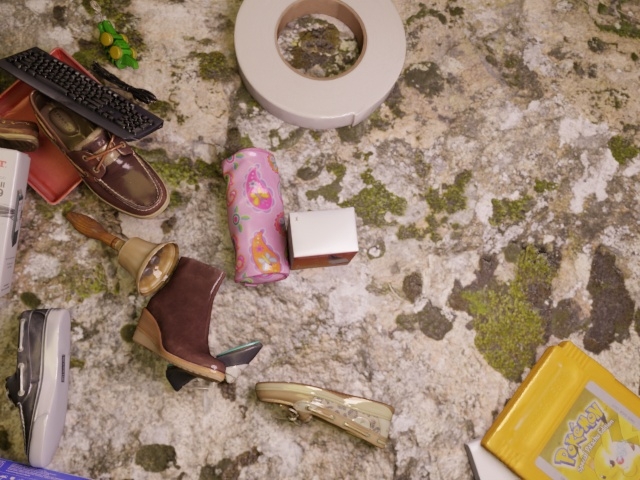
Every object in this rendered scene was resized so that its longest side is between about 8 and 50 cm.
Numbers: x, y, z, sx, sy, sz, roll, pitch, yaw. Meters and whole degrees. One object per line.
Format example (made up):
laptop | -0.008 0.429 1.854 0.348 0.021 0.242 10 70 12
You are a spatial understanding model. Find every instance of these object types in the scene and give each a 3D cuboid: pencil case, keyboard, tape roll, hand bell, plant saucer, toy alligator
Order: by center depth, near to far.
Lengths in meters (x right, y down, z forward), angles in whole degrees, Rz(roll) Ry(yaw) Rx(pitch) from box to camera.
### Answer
keyboard | -0.459 -0.311 1.245 0.317 0.033 0.201 31 33 4
hand bell | -0.426 0.001 1.258 0.242 0.126 0.126 29 78 13
pencil case | -0.137 -0.050 1.277 0.124 0.124 0.284 -8 79 -6
plant saucer | -0.561 -0.242 1.310 0.259 0.048 0.258 42 78 3
toy alligator | -0.468 -0.444 1.359 0.051 0.056 0.189 -39 83 30
tape roll | -0.002 -0.442 1.387 0.392 0.072 0.391 1 78 -5

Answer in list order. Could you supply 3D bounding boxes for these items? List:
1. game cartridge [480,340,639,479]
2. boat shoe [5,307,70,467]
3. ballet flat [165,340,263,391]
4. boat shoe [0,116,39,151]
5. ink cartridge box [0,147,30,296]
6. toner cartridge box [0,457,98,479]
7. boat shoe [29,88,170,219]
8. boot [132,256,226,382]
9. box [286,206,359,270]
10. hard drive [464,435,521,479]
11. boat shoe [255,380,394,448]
game cartridge | 0.531 0.402 1.227 0.324 0.052 0.285 40 78 2
boat shoe | -0.552 0.279 1.177 0.102 0.108 0.301 0 76 -5
ballet flat | -0.208 0.260 1.230 0.203 0.074 0.074 -15 80 -2
boat shoe | -0.664 -0.224 1.237 0.178 0.064 0.060 6 67 -20
ink cartridge box | -0.699 -0.048 1.175 0.211 0.121 0.289 8 90 -16
toner cartridge box | -0.499 0.519 1.126 0.348 0.075 0.165 14 99 -2
boat shoe | -0.447 -0.178 1.220 0.123 0.123 0.342 -44 85 -11
boot | -0.243 0.147 1.199 0.249 0.090 0.206 20 71 32
box | 0.000 0.000 1.247 0.130 0.170 0.090 -5 79 -5
hard drive | 0.499 0.479 1.259 0.353 0.047 0.232 -16 81 -8
boat shoe | 0.005 0.341 1.213 0.285 0.104 0.089 14 75 -3
